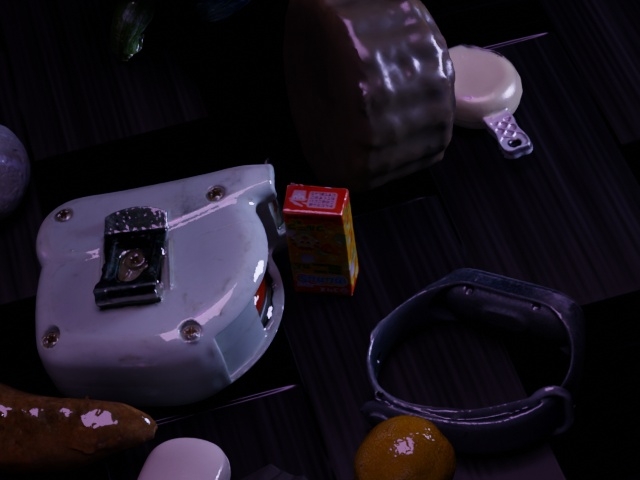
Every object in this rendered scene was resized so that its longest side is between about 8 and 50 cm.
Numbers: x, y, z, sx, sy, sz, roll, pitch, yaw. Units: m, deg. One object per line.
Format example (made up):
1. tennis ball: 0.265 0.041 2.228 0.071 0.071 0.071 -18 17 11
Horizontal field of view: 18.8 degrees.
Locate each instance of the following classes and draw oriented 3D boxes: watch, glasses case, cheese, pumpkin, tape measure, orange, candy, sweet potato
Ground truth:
1. watch: 0.148 0.117 1.810 0.206 0.068 0.193 17 54 27
2. glasses case: -0.137 0.260 1.718 0.081 0.051 0.204 5 47 16
3. cheese: 0.181 -0.149 2.072 0.092 0.047 0.171 -36 52 -21
4. pumpkin: -0.181 -0.317 2.185 0.248 0.248 0.248 -4 46 4
5. tape measure: -0.152 0.038 1.869 0.243 0.125 0.246 -11 46 8
6. orange: 0.073 0.201 1.727 0.095 0.085 0.085 -36 48 4
7. candy: 0.000 0.000 1.901 0.062 0.122 0.038 4 48 11
8. sweet potato: -0.295 0.169 1.802 0.292 0.097 0.097 10 48 7

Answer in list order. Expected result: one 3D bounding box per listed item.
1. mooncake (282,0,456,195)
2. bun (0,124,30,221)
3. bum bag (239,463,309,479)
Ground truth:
1. mooncake: 0.048 -0.165 1.991 0.124 0.228 0.228 -14 46 -17
2. bun: -0.377 -0.075 2.052 0.141 0.083 0.141 -2 46 2
3. bum bag: -0.057 0.280 1.695 0.087 0.049 0.198 -14 41 29
